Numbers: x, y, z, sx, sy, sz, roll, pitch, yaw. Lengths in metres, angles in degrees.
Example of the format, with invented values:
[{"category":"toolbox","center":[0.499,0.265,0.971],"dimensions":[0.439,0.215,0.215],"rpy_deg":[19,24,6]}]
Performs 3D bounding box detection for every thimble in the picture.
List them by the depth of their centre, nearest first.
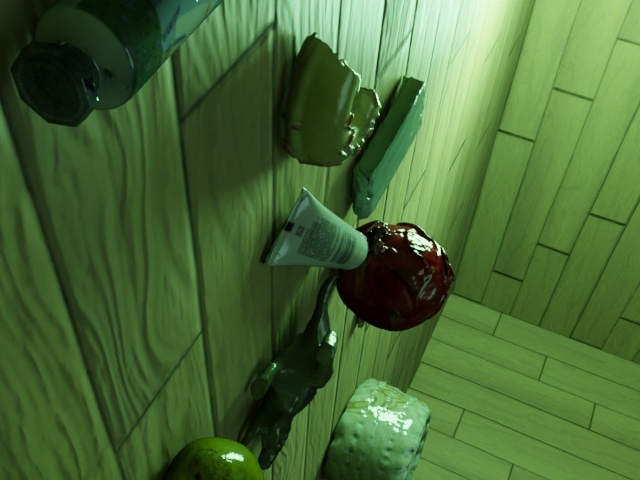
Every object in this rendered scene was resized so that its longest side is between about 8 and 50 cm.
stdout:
[{"category":"thimble","center":[0.142,0.482,1.825],"dimensions":[0.291,0.195,0.291],"rpy_deg":[-59,163,-30]}]

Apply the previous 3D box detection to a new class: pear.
[{"category":"pear","center":[-0.110,0.254,0.774],"dimensions":[0.107,0.107,0.131],"rpy_deg":[-68,154,-5]}]

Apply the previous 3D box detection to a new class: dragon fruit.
[{"category":"dragon fruit","center":[0.110,0.054,1.170],"dimensions":[0.209,0.172,0.172],"rpy_deg":[26,84,-46]}]

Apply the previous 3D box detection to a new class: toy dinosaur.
[{"category":"toy dinosaur","center":[-0.039,0.190,1.005],"dimensions":[0.294,0.077,0.162],"rpy_deg":[-59,174,19]}]

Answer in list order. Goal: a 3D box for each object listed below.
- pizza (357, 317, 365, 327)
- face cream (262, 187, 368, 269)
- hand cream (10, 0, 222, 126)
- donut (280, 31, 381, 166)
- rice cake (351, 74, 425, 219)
[{"category":"pizza","center":[0.092,0.139,1.497],"dimensions":[0.083,0.025,0.078],"rpy_deg":[-46,151,-59]},{"category":"face cream","center":[0.000,0.000,0.921],"dimensions":[0.092,0.058,0.244],"rpy_deg":[-64,160,2]},{"category":"hand cream","center":[-0.081,-0.151,0.430],"dimensions":[0.088,0.055,0.256],"rpy_deg":[102,9,-45]},{"category":"donut","center":[0.010,-0.123,0.752],"dimensions":[0.166,0.065,0.108],"rpy_deg":[26,85,-75]},{"category":"rice cake","center":[0.097,-0.133,1.111],"dimensions":[0.124,0.038,0.211],"rpy_deg":[85,30,-61]}]
